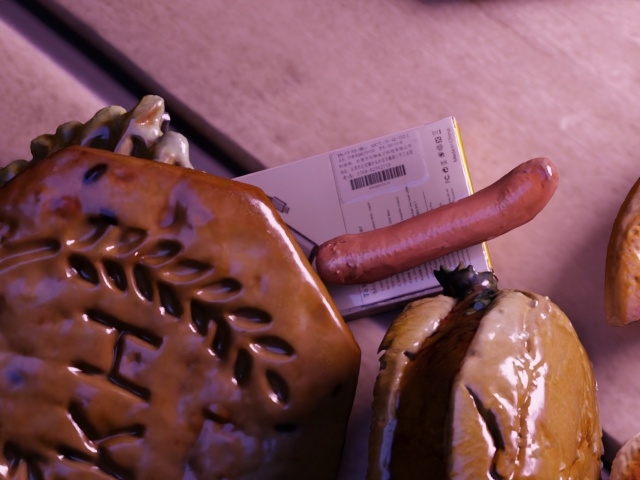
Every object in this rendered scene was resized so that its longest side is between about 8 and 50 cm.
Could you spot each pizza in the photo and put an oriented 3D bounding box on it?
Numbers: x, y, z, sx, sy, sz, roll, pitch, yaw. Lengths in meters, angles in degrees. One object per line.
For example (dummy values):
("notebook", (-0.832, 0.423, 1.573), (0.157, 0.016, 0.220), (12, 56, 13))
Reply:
("pizza", (0.290, -0.028, 1.249), (0.127, 0.058, 0.246), (36, 87, 20))

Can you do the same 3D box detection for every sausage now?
("sausage", (0.085, -0.009, 1.273), (0.186, 0.043, 0.043), (-21, 74, 10))

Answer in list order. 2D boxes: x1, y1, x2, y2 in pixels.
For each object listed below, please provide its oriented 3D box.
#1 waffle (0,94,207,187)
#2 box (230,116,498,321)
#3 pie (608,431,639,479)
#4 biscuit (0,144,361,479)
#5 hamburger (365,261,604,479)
("waffle", (-0.171, 0.001, 1.344), (0.223, 0.054, 0.204), (-26, 70, 24))
("box", (0.000, 0.000, 1.333), (0.247, 0.033, 0.129), (-15, 75, 11))
("pie", (0.296, 0.183, 1.186), (0.205, 0.084, 0.179), (-19, 75, 6))
("biscuit", (-0.146, 0.111, 1.264), (0.359, 0.046, 0.359), (0, 96, 0))
("hamburger", (0.108, 0.162, 1.179), (0.132, 0.211, 0.309), (-1, 79, 19))
